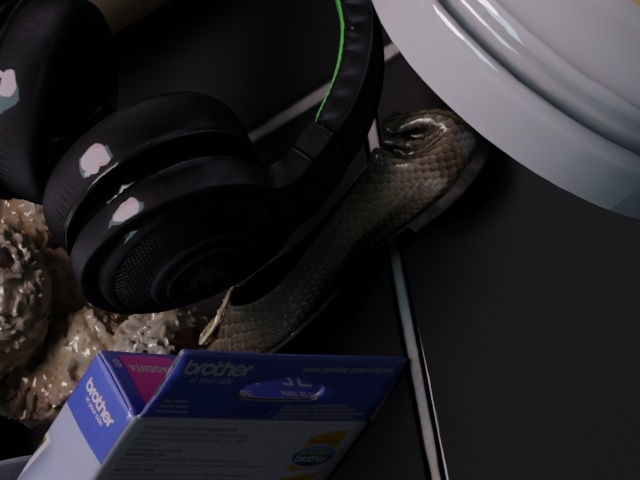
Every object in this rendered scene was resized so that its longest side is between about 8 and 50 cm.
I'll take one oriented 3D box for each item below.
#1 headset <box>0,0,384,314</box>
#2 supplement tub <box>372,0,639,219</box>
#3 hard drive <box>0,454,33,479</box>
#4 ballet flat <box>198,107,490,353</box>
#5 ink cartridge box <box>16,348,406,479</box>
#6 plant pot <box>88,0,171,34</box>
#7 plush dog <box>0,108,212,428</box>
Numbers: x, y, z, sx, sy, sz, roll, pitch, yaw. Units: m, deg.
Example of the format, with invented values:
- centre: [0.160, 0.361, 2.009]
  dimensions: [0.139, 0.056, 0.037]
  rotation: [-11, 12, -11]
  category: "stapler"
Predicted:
- centre: [-0.129, -0.039, 1.115]
  dimensions: [0.243, 0.185, 0.394]
  rotation: [37, 76, 23]
  category: "headset"
- centre: [0.193, -0.194, 0.834]
  dimensions: [0.331, 0.241, 0.241]
  rotation: [-53, 49, 29]
  category: "supplement tub"
- centre: [-0.226, 0.250, 1.385]
  dimensions: [0.254, 0.054, 0.172]
  rotation: [-20, 70, 46]
  category: "hard drive"
- centre: [0.000, 0.000, 1.140]
  dimensions: [0.250, 0.058, 0.084]
  rotation: [-40, 17, 35]
  category: "ballet flat"
- centre: [-0.099, 0.162, 1.152]
  dimensions: [0.311, 0.185, 0.065]
  rotation: [-54, 51, 28]
  category: "ink cartridge box"
- centre: [-0.177, -0.236, 1.286]
  dimensions: [0.274, 0.256, 0.257]
  rotation: [-6, 79, 30]
  category: "plant pot"
- centre: [-0.218, 0.043, 1.276]
  dimensions: [0.210, 0.225, 0.262]
  rotation: [-40, 56, 38]
  category: "plush dog"
